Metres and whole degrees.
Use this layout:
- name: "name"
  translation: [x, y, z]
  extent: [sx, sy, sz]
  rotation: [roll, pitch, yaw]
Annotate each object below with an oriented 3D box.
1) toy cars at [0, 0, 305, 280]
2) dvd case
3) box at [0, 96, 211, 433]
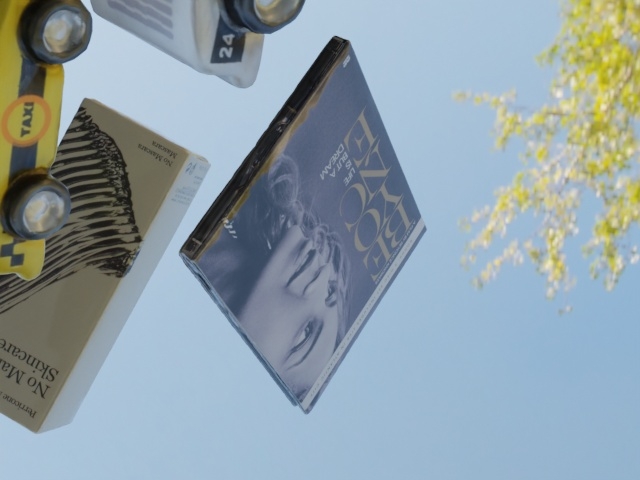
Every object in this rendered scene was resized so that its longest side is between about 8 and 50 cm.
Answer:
- name: "toy cars"
  translation: [-0.120, -0.114, 0.547]
  extent: [0.087, 0.394, 0.176]
  rotation: [-12, -106, -43]
- name: "dvd case"
  translation: [0.000, 0.000, 0.800]
  extent: [0.018, 0.221, 0.164]
  rotation: [24, -110, 28]
- name: "box"
  translation: [-0.212, 0.022, 1.091]
  extent: [0.113, 0.094, 0.275]
  rotation: [27, -89, 6]
